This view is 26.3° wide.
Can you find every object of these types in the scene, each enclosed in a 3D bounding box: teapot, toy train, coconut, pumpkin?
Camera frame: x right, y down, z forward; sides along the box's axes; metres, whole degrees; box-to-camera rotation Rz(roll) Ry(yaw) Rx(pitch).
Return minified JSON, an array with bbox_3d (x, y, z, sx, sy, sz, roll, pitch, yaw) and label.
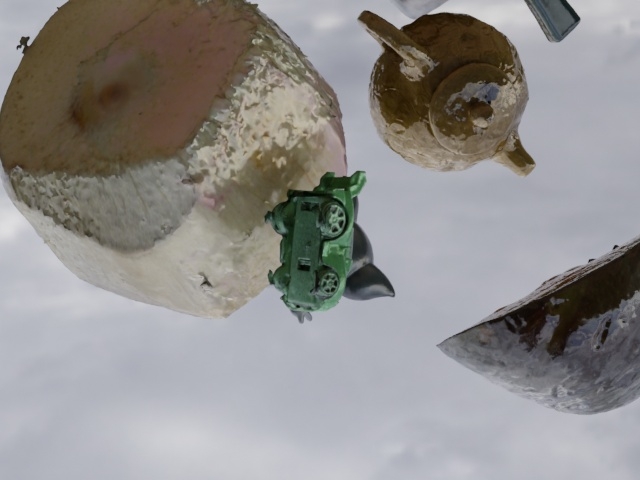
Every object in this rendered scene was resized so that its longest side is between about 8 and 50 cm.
[{"bbox_3d":[0.165,-0.184,1.723,0.203,0.311,0.167,-48,-150,2],"label":"teapot"},{"bbox_3d":[0.000,0.000,1.448,0.081,0.149,0.099,0,-179,-39],"label":"toy train"},{"bbox_3d":[-0.155,-0.095,1.627,0.405,0.404,0.404,-3,-157,1],"label":"coconut"},{"bbox_3d":[0.306,0.108,1.489,0.312,0.169,0.148,-26,177,-16],"label":"pumpkin"}]

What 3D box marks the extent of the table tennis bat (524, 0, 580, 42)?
[{"bbox_3d":[0.145,-0.301,1.234,0.173,0.301,0.022,-44,-154,-4],"label":"table tennis bat"}]

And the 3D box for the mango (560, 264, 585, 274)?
[{"bbox_3d":[0.387,0.126,2.116,0.098,0.137,0.195,28,-107,44],"label":"mango"}]

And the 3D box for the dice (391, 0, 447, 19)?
[{"bbox_3d":[0.131,-0.471,1.848,0.259,0.251,0.243,-43,-166,9],"label":"dice"}]

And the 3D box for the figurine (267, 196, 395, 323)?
[{"bbox_3d":[-0.036,0.013,2.045,0.265,0.193,0.140,8,147,-42],"label":"figurine"}]
